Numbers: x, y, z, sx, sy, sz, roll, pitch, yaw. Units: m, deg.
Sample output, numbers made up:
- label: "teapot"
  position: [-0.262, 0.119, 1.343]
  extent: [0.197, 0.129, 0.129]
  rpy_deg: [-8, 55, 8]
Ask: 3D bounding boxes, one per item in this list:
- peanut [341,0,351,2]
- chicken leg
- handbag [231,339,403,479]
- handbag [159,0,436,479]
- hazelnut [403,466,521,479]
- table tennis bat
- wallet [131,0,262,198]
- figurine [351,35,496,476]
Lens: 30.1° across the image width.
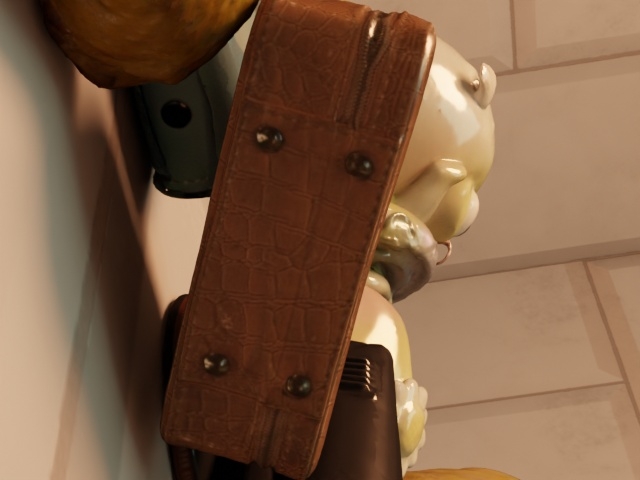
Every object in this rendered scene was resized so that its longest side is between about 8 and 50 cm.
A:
- label: "peanut"
  position: [-0.005, -0.232, 1.461]
  extent: [0.224, 0.129, 0.129]
  rpy_deg: [148, -66, -83]
- label: "chicken leg"
  position: [-0.070, -0.121, 0.368]
  extent: [0.251, 0.087, 0.107]
  rpy_deg: [45, 41, -80]
- label: "handbag"
  position: [-0.001, 0.202, 0.587]
  extent: [0.275, 0.088, 0.244]
  rpy_deg: [-91, 179, -69]
- label: "handbag"
  position: [-0.007, -0.009, 0.513]
  extent: [0.151, 0.072, 0.193]
  rpy_deg: [-70, 173, -76]
- label: "hazelnut"
  position: [0.078, 0.300, 0.990]
  extent: [0.241, 0.261, 0.261]
  rpy_deg: [41, -27, 41]
- label: "table tennis bat"
  position: [-0.053, 0.096, 0.646]
  extent: [0.220, 0.019, 0.130]
  rpy_deg: [51, 32, -81]
- label: "wallet"
  position: [-0.071, -0.169, 0.586]
  extent: [0.176, 0.075, 0.250]
  rpy_deg: [-81, 163, -61]
- label: "figurine"
  position: [0.000, 0.000, 0.851]
  extent: [0.274, 0.227, 0.394]
  rpy_deg: [36, 49, -41]
